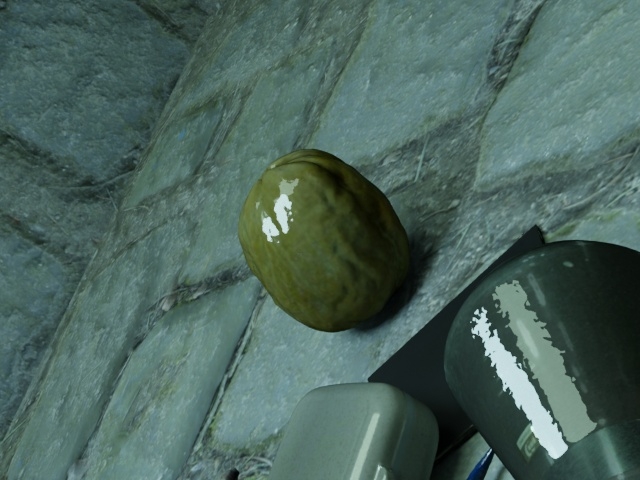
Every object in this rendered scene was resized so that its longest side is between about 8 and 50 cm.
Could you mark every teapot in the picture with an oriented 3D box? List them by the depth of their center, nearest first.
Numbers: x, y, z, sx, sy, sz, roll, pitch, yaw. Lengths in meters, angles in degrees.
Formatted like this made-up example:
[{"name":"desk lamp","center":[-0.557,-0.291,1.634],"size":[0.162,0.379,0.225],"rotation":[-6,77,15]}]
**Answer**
[{"name":"teapot","center":[0.261,0.199,1.171],"size":[0.344,0.253,0.300],"rotation":[-101,17,-53]}]

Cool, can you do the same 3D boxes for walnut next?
[{"name":"walnut","center":[0.000,0.000,1.847],"size":[0.283,0.283,0.227],"rotation":[-35,17,38]}]

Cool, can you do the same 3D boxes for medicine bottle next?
[{"name":"medicine bottle","center":[0.008,0.361,1.523],"size":[0.282,0.123,0.375],"rotation":[-16,48,60]}]

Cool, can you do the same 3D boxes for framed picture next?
[{"name":"framed picture","center":[0.188,0.156,1.611],"size":[0.339,0.014,0.255],"rotation":[-45,25,21]}]

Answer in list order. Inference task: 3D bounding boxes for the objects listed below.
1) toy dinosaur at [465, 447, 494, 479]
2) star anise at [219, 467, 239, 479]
[{"name":"toy dinosaur","center":[0.127,0.297,1.325],"size":[0.075,0.188,0.247],"rotation":[-25,35,37]},{"name":"star anise","center":[-0.155,0.490,1.663],"size":[0.349,0.109,0.292],"rotation":[-69,-19,-69]}]
